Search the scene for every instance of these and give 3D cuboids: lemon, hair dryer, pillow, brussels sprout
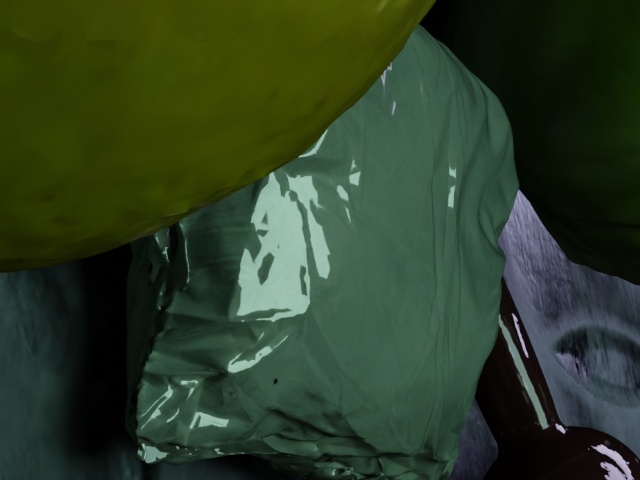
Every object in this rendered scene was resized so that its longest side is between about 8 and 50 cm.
[{"bbox_3d":[-0.120,-0.147,0.519,0.348,0.348,0.348,35,49,-53],"label":"lemon"},{"bbox_3d":[0.108,0.089,1.098,0.340,0.123,0.312,68,16,7],"label":"hair dryer"},{"bbox_3d":[0.000,0.000,0.901,0.310,0.138,0.283,28,63,-54],"label":"pillow"},{"bbox_3d":[0.256,-0.195,1.235,0.425,0.343,0.361,-80,154,-56],"label":"brussels sprout"}]
